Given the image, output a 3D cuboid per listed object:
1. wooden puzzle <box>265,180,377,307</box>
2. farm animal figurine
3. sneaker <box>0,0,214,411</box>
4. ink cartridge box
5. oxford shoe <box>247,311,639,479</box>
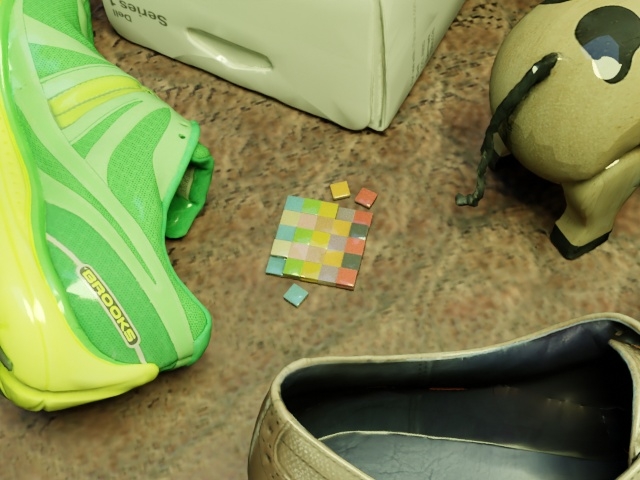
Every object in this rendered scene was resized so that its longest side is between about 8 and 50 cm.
[{"bbox_3d":[0.000,0.000,0.491,0.049,0.006,0.083,11,61,8],"label":"wooden puzzle"},{"bbox_3d":[0.201,-0.132,0.464,0.327,0.172,0.330,-41,66,-19],"label":"farm animal figurine"},{"bbox_3d":[-0.126,-0.044,0.483,0.124,0.109,0.295,0,55,-24],"label":"sneaker"},{"bbox_3d":[0.011,-0.231,0.561,0.201,0.117,0.278,24,64,17],"label":"ink cartridge box"},{"bbox_3d":[0.151,0.102,0.337,0.364,0.132,0.130,-1,41,2],"label":"oxford shoe"}]
